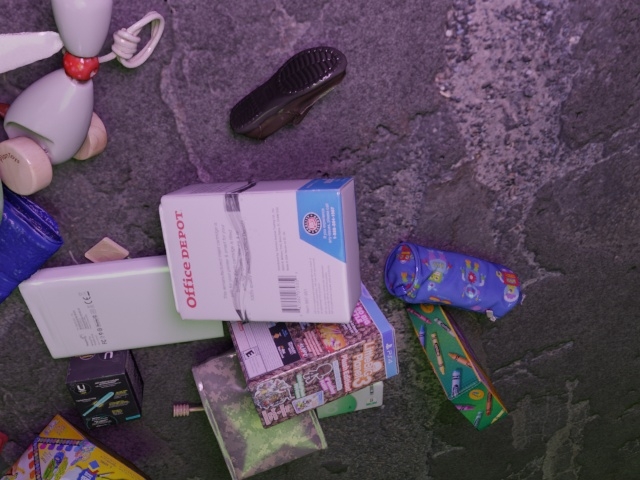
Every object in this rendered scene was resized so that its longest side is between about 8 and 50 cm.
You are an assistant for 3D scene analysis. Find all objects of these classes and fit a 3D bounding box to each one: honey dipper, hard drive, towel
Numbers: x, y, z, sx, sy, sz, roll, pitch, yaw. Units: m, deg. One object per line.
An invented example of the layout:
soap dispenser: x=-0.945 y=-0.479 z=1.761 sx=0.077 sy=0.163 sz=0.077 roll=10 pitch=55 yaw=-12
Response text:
honey dipper: x=-0.286 y=0.421 z=1.396 sx=0.160 sy=0.030 sz=0.030 roll=1 pitch=127 yaw=-17
hard drive: x=-0.383 y=0.133 z=1.128 sx=0.353 sy=0.047 sz=0.233 roll=-6 pitch=132 yaw=-9
towel: x=-0.621 y=0.013 z=0.965 sx=0.308 sy=0.076 sz=0.227 roll=-39 pitch=111 yaw=17

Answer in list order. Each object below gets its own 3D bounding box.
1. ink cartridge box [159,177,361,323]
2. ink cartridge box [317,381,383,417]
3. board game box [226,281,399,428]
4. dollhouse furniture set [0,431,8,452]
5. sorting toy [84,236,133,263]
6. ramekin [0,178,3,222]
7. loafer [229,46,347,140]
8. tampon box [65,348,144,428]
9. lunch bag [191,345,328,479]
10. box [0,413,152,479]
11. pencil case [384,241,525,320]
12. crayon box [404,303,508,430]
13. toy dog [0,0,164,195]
ink cartridge box: x=-0.095 y=0.014 z=0.959 sx=0.307 sy=0.129 sz=0.223 roll=-1 pitch=107 yaw=14
ink cartridge box: x=0.069 y=0.352 z=1.418 sx=0.181 sy=0.056 sz=0.225 roll=-9 pitch=130 yaw=-7
board game box: x=-0.024 y=0.200 z=1.134 sx=0.291 sy=0.232 sz=0.141 roll=-19 pitch=130 yaw=-10
dollhouse furniture set: x=-0.832 y=0.557 z=1.148 sx=0.201 sy=0.374 sz=0.152 roll=-24 pitch=124 yaw=7
sorting toy: x=-0.401 y=0.031 z=1.075 sx=0.062 sy=0.012 sz=0.083 roll=-36 pitch=127 yaw=17
ramekin: x=-0.617 y=-0.083 z=0.762 sx=0.303 sy=0.148 sz=0.303 roll=8 pitch=117 yaw=15
loafer: x=-0.047 y=-0.239 z=0.924 sx=0.220 sy=0.080 sz=0.078 roll=-27 pitch=151 yaw=19
tampon box: x=-0.466 y=0.313 z=1.220 sx=0.120 sy=0.101 sz=0.161 roll=-8 pitch=128 yaw=-8
lunch bag: x=-0.142 y=0.366 z=1.292 sx=0.235 sy=0.169 sz=0.287 roll=-19 pitch=99 yaw=-5
box: x=-0.577 y=0.618 z=1.296 sx=0.279 sy=0.177 sz=0.290 roll=-53 pitch=133 yaw=-24
pencil case: x=0.293 y=0.094 z=1.224 sx=0.306 sy=0.133 sz=0.119 roll=13 pitch=156 yaw=-22
crayon box: x=0.302 y=0.266 z=1.262 sx=0.081 sy=0.278 sz=0.165 roll=-34 pitch=127 yaw=11
toy dog: x=-0.388 y=-0.232 z=0.784 sx=0.161 sy=0.220 sz=0.334 roll=35 pitch=108 yaw=1
